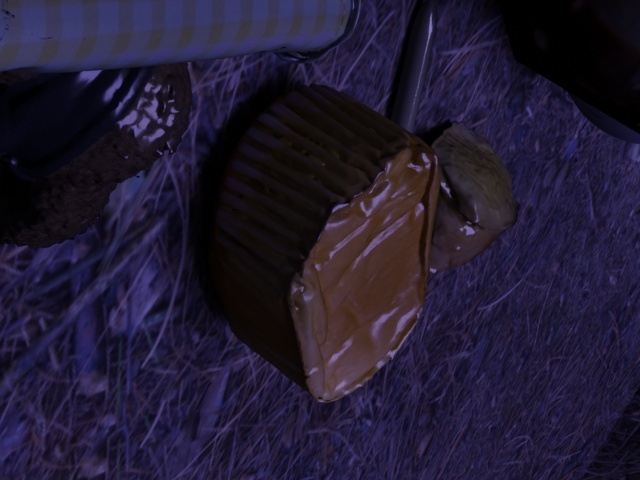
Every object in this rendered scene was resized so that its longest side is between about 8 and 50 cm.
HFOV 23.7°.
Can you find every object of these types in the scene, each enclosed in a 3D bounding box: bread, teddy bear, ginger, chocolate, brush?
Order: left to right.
[{"bbox_3d":[-0.131,-0.088,0.812,0.182,0.129,0.251,-62,159,-16],"label":"teddy bear"},{"bbox_3d":[0.000,0.000,1.194,0.179,0.133,0.250,-46,150,-26],"label":"bread"},{"bbox_3d":[0.072,-0.081,1.382,0.039,0.042,0.299,-3,124,-26],"label":"brush"},{"bbox_3d":[0.133,-0.035,1.520,0.122,0.115,0.193,-48,173,26],"label":"ginger"},{"bbox_3d":[0.293,-0.242,1.223,0.283,0.283,0.186,-57,-172,-12],"label":"chocolate"}]

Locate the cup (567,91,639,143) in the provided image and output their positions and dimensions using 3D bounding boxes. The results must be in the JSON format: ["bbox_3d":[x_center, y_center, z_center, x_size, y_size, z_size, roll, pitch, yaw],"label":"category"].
[{"bbox_3d":[0.312,-0.234,1.498,0.212,0.212,0.317,-62,157,0],"label":"cup"}]

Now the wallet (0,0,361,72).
[{"bbox_3d":[-0.105,-0.178,0.696,0.309,0.077,0.223,-15,87,-60],"label":"wallet"}]
